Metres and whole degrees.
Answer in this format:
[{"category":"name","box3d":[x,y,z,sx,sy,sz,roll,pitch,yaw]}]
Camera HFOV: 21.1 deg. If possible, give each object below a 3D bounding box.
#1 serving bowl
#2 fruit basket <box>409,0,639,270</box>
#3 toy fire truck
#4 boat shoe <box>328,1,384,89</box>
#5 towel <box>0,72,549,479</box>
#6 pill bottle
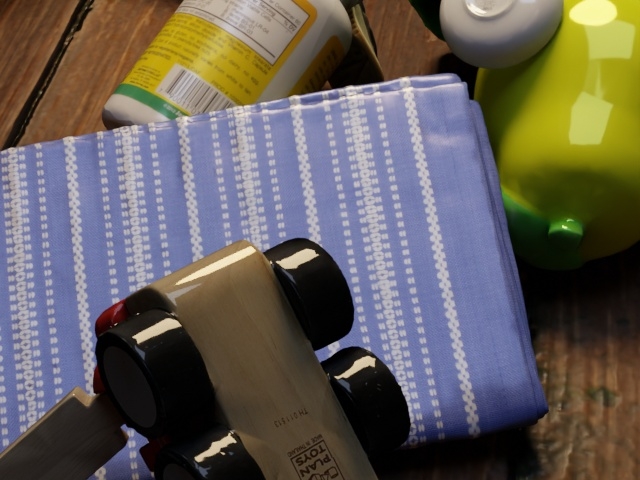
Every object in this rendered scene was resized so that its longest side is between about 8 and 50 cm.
[{"category":"serving bowl","box3d":[0.114,-0.154,1.113,0.083,0.027,0.083,-9,67,21]},{"category":"fruit basket","box3d":[0.221,-0.136,1.222,0.392,0.283,0.392,-4,77,16]},{"category":"toy fire truck","box3d":[-0.072,0.136,0.897,0.158,0.217,0.246,-28,1,-30]},{"category":"boat shoe","box3d":[0.005,-0.177,1.327,0.056,0.152,0.049,-18,23,6]},{"category":"towel","box3d":[-0.046,0.028,1.049,0.335,0.040,0.243,-9,64,-2]},{"category":"pill bottle","box3d":[-0.051,-0.135,1.221,0.117,0.117,0.208,27,76,34]}]
